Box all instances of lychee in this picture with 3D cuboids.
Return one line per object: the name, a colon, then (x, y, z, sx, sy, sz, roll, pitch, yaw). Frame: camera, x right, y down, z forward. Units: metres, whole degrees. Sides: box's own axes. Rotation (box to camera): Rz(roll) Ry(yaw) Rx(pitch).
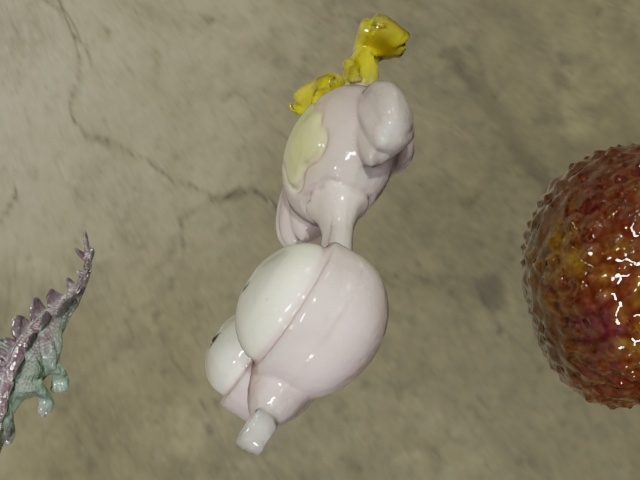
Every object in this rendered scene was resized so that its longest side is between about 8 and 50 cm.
lychee: (0.318, 0.035, 1.947, 0.261, 0.260, 0.260, -4, 108, -13)

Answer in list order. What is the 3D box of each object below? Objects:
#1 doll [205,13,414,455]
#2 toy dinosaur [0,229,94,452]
doll: (0.001, 0.001, 1.351, 0.094, 0.365, 0.160, 32, 134, -13)
toy dinosaur: (-0.217, 0.078, 1.557, 0.039, 0.082, 0.209, 13, 63, 20)
